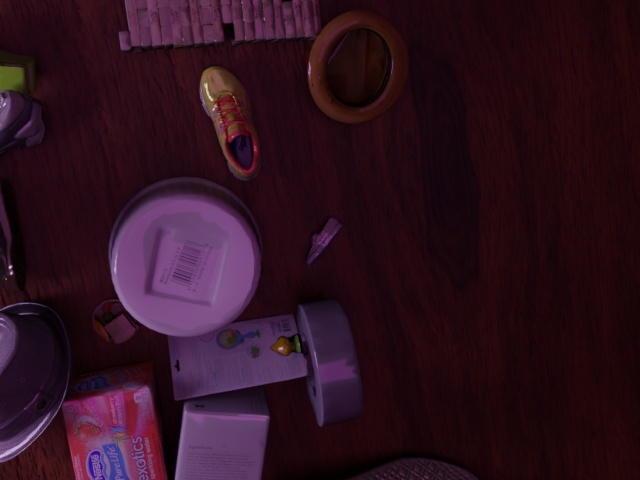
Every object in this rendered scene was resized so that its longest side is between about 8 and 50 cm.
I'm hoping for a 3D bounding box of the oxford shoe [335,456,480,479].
[{"bbox_3d":[0.117,0.533,1.445,0.449,0.169,0.130,-4,145,-17],"label":"oxford shoe"}]

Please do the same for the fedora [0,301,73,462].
[{"bbox_3d":[-0.542,0.220,1.200,0.275,0.124,0.243,-46,63,-1],"label":"fedora"}]

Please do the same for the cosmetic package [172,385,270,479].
[{"bbox_3d":[-0.183,0.367,1.336,0.151,0.151,0.184,7,100,-12],"label":"cosmetic package"}]

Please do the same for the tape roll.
[{"bbox_3d":[0.013,0.215,1.309,0.072,0.219,0.219,-10,102,-9],"label":"tape roll"}]

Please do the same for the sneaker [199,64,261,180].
[{"bbox_3d":[-0.147,-0.203,1.266,0.081,0.094,0.209,-22,102,-4],"label":"sneaker"}]

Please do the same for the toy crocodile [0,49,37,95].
[{"bbox_3d":[-0.629,-0.275,1.163,0.340,0.105,0.115,-2,140,-12],"label":"toy crocodile"}]

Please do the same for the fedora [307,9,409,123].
[{"bbox_3d":[0.060,-0.306,1.289,0.194,0.079,0.194,-5,113,-12],"label":"fedora"}]

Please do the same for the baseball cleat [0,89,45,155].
[{"bbox_3d":[-0.528,-0.156,1.215,0.206,0.072,0.109,-43,149,23],"label":"baseball cleat"}]

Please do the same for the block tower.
[{"bbox_3d":[-0.167,-0.375,1.232,0.335,0.091,0.097,-8,101,-10],"label":"block tower"}]

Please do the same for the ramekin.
[{"bbox_3d":[-0.231,0.033,1.273,0.277,0.135,0.277,-2,101,-10],"label":"ramekin"}]

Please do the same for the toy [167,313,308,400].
[{"bbox_3d":[-0.151,0.219,1.346,0.237,0.137,0.056,-11,142,-7],"label":"toy"}]

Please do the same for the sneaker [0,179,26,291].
[{"bbox_3d":[-0.560,-0.004,1.246,0.086,0.064,0.192,-6,101,-2],"label":"sneaker"}]

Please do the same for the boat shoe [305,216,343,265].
[{"bbox_3d":[0.000,0.000,1.366,0.035,0.035,0.100,39,96,12],"label":"boat shoe"}]

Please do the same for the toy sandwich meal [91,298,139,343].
[{"bbox_3d":[-0.371,0.147,1.322,0.085,0.029,0.086,-2,101,-10],"label":"toy sandwich meal"}]

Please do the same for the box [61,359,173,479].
[{"bbox_3d":[-0.353,0.387,1.313,0.154,0.142,0.300,-9,102,-9],"label":"box"}]
